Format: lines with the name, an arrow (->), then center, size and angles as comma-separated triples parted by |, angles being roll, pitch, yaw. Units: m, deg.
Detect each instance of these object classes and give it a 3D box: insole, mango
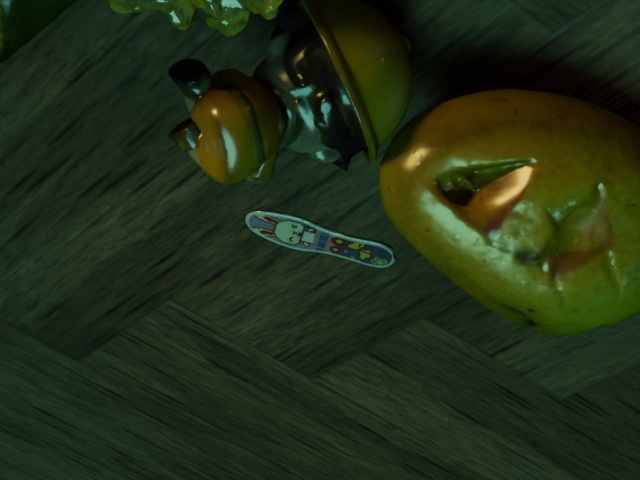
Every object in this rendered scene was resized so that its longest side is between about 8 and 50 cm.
insole -> 0.000, 0.000, 1.974 | 0.197, 0.004, 0.065 | 16, 143, -4
mango -> 0.226, -0.035, 1.671 | 0.365, 0.182, 0.253 | 19, 105, -21

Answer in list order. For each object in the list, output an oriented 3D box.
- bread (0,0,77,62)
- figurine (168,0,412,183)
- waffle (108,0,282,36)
bread -> -0.374, -0.337, 1.443 | 0.366, 0.129, 0.382 | 48, 162, -8
figurine -> -0.019, -0.144, 1.586 | 0.167, 0.257, 0.192 | 19, 135, 45
waffle -> -0.120, -0.341, 1.438 | 0.261, 0.151, 0.324 | 3, 147, 6
